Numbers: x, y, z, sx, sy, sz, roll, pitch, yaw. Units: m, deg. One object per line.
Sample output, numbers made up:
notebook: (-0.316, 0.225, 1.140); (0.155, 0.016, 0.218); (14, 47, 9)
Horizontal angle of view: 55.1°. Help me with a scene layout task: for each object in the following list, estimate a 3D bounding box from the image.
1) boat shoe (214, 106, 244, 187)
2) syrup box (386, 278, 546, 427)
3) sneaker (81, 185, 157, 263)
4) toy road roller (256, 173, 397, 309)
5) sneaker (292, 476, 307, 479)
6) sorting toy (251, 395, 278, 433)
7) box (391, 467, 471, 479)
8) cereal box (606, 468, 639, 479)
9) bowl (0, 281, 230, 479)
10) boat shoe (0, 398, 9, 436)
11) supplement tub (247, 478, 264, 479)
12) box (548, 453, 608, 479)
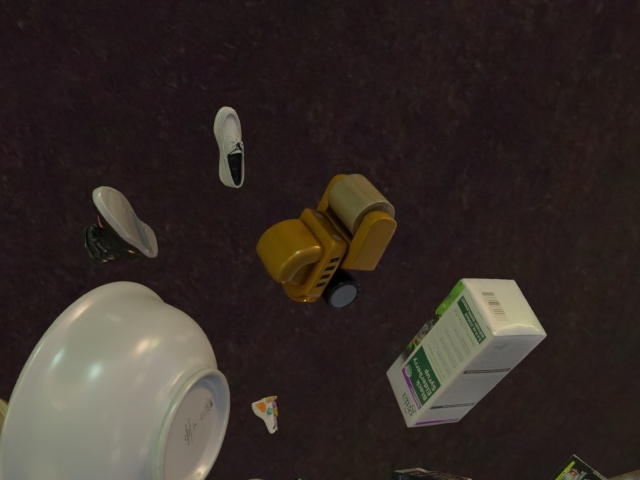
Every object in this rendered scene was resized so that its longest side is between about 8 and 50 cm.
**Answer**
boat shoe: (-0.202, -0.208, 1.396); (0.066, 0.063, 0.184); (-8, 112, -37)
syrup box: (0.192, 0.161, 0.853); (0.096, 0.093, 0.236); (3, 137, -27)
sneaker: (-0.485, -0.020, 1.381); (0.147, 0.104, 0.295); (-13, 157, 1)
toy road roller: (0.000, 0.000, 1.468); (0.241, 0.202, 0.329); (9, 120, -38)
sneaker: (0.001, 0.551, 1.086); (0.108, 0.271, 0.100); (-25, 148, -6)
sorting toy: (-0.112, 0.386, 1.354); (0.045, 0.075, 0.083); (-18, 170, 6)
box: (0.244, 0.652, 1.374); (0.163, 0.142, 0.247); (26, 68, -54)
cereal box: (0.754, 0.594, 1.361); (0.047, 0.173, 0.240); (-15, 159, -44)
bowl: (-0.194, 0.202, 0.693); (0.298, 0.134, 0.297); (10, 90, -71)
boat shoe: (-0.554, 0.409, 1.143); (0.110, 0.341, 0.121); (-48, 139, -23)
supplement tub: (-0.185, 0.471, 0.890); (0.272, 0.191, 0.191); (-18, 136, 10)
box: (0.368, 0.479, 0.896); (0.270, 0.216, 0.060); (-44, 113, -6)
